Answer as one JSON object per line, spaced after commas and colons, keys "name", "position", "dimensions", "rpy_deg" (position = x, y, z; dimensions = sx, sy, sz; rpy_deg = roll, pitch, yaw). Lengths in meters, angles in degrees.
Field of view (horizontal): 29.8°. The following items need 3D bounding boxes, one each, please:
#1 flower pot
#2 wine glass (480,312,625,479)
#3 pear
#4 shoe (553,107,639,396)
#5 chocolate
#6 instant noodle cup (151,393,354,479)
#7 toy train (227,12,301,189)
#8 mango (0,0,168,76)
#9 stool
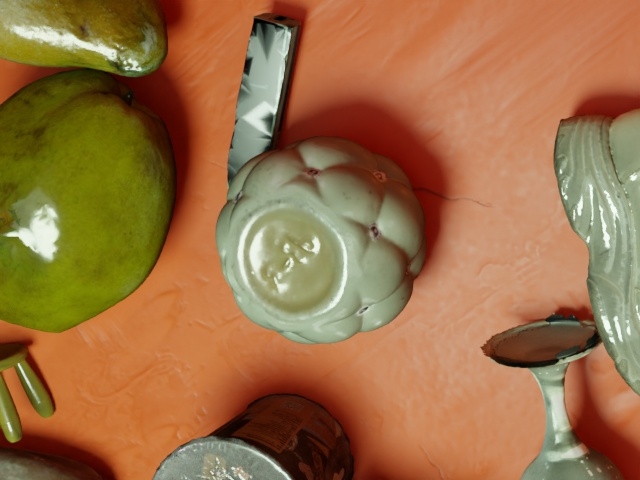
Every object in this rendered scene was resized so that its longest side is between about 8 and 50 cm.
{"name": "flower pot", "position": [0.000, 0.000, 1.372], "dimensions": [0.246, 0.195, 0.246], "rpy_deg": [6, 106, 20]}
{"name": "wine glass", "position": [0.279, 0.250, 1.363], "dimensions": [0.143, 0.143, 0.321], "rpy_deg": [-9, 101, 23]}
{"name": "pear", "position": [-0.309, -0.047, 1.456], "dimensions": [0.269, 0.269, 0.321], "rpy_deg": [32, 99, 11]}
{"name": "shoe", "position": [0.385, 0.011, 1.262], "dimensions": [0.210, 0.132, 0.342], "rpy_deg": [-16, 94, 26]}
{"name": "chocolate", "position": [-0.397, 0.329, 1.651], "dimensions": [0.261, 0.161, 0.083], "rpy_deg": [10, 68, 12]}
{"name": "instant noodle cup", "position": [-0.072, 0.303, 1.470], "dimensions": [0.217, 0.207, 0.218], "rpy_deg": [6, 107, 20]}
{"name": "toy train", "position": [-0.073, -0.145, 1.447], "dimensions": [0.055, 0.048, 0.252], "rpy_deg": [18, 115, 11]}
{"name": "mango", "position": [-0.318, -0.290, 1.427], "dimensions": [0.316, 0.193, 0.146], "rpy_deg": [24, 153, 10]}
{"name": "stool", "position": [-0.440, 0.208, 1.639], "dimensions": [0.135, 0.134, 0.111], "rpy_deg": [16, 122, 64]}
